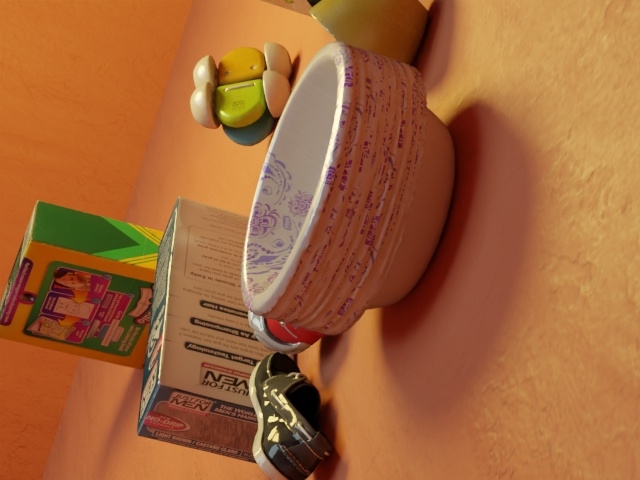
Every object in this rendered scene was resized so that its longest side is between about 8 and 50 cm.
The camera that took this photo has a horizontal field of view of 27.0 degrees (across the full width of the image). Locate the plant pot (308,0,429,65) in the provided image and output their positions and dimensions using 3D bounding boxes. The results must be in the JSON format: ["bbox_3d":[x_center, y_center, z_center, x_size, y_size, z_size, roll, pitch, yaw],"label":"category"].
[{"bbox_3d":[0.067,-0.247,1.512,0.095,0.134,0.134,-46,20,7],"label":"plant pot"}]

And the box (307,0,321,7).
[{"bbox_3d":[0.011,-0.444,1.769,0.322,0.059,0.232,4,-84,-81],"label":"box"}]

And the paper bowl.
[{"bbox_3d":[0.034,-0.045,1.334,0.284,0.148,0.284,-164,90,-76],"label":"paper bowl"}]

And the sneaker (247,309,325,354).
[{"bbox_3d":[0.000,0.000,1.568,0.118,0.107,0.279,-22,54,49],"label":"sneaker"}]

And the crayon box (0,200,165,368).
[{"bbox_3d":[-0.451,0.096,2.640,0.363,0.313,0.106,124,154,-48],"label":"crayon box"}]

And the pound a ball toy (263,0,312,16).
[{"bbox_3d":[-0.106,-0.490,1.988,0.136,0.319,0.208,136,147,-62],"label":"pound a ball toy"}]

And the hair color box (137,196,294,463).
[{"bbox_3d":[-0.129,0.109,1.714,0.347,0.174,0.105,-91,22,-49],"label":"hair color box"}]

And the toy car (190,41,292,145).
[{"bbox_3d":[-0.118,-0.226,2.151,0.182,0.159,0.136,-91,-12,-48],"label":"toy car"}]

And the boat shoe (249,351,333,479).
[{"bbox_3d":[-0.028,0.186,1.481,0.079,0.084,0.233,-47,19,14],"label":"boat shoe"}]

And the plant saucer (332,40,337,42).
[{"bbox_3d":[0.009,-0.249,1.907,0.083,0.015,0.083,-163,90,-76],"label":"plant saucer"}]
